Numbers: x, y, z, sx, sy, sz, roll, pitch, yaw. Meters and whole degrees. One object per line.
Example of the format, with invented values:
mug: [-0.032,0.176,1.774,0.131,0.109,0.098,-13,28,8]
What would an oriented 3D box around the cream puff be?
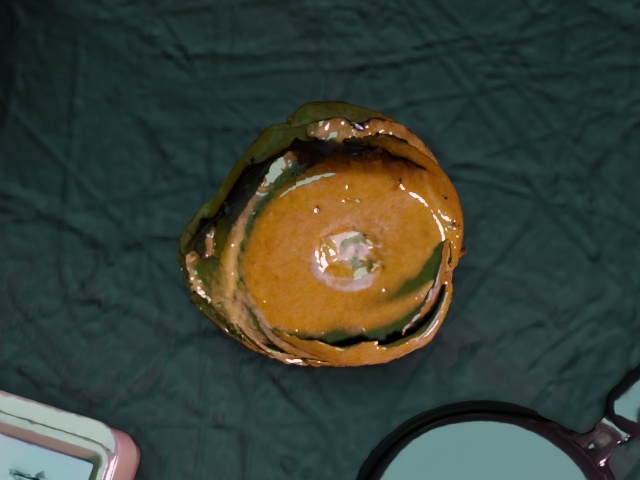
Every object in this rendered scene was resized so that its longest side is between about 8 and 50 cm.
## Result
cream puff: [0.000,0.000,0.764,0.133,0.104,0.119,-24,111,4]

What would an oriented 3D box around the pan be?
pan: [0.113,0.109,0.776,0.235,0.028,0.136,-42,81,-6]

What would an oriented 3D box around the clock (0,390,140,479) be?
clock: [-0.182,0.158,0.756,0.146,0.071,0.192,17,80,5]
